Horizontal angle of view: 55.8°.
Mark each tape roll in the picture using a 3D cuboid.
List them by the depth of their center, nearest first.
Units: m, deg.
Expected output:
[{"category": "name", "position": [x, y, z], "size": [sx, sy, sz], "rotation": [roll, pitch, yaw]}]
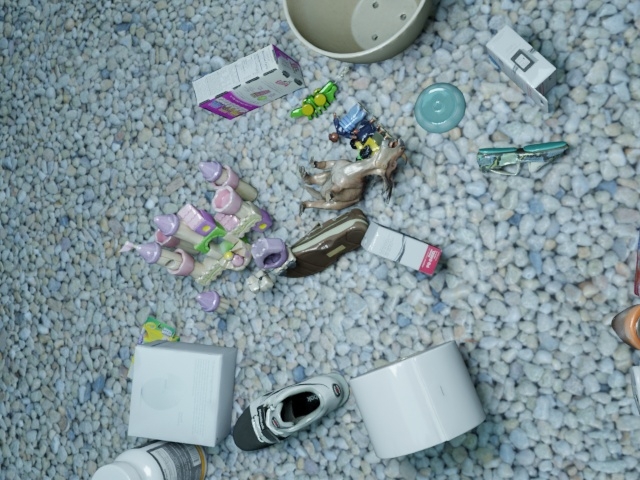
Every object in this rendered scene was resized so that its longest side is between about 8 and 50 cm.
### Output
[{"category": "tape roll", "position": [0.199, 0.327, 1.263], "size": [0.246, 0.246, 0.169], "rotation": [-25, 77, 19]}]

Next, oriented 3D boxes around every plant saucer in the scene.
[{"category": "plant saucer", "position": [0.272, -0.307, 1.390], "size": [0.119, 0.021, 0.119], "rotation": [-1, 87, 23]}]

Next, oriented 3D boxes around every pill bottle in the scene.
[{"category": "pill bottle", "position": [-0.416, 0.579, 1.484], "size": [0.162, 0.278, 0.162], "rotation": [-2, 86, 23]}]

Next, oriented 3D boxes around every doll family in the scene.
[{"category": "doll family", "position": [0.101, -0.236, 1.432], "size": [0.111, 0.076, 0.193], "rotation": [-45, 67, 19]}]

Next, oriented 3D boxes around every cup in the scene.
[{"category": "cup", "position": [0.113, -0.535, 1.352], "size": [0.331, 0.237, 0.331], "rotation": [-1, 87, 23]}]

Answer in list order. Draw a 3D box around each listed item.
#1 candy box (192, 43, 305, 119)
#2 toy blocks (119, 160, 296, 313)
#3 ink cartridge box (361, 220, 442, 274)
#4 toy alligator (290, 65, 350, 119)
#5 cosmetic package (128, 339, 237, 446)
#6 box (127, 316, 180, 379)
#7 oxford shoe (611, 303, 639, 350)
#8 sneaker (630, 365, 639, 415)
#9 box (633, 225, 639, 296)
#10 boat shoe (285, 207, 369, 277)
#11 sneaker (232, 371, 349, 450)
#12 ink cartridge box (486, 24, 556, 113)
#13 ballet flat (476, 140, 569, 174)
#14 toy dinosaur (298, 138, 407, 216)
[{"category": "candy box", "position": [-0.177, -0.389, 1.506], "size": [0.233, 0.159, 0.071], "rotation": [-18, 81, 20]}, {"category": "toy blocks", "position": [-0.277, -0.010, 1.426], "size": [0.288, 0.260, 0.309], "rotation": [-42, 52, 14]}, {"category": "ink cartridge box", "position": [0.175, 0.015, 1.331], "size": [0.150, 0.109, 0.063], "rotation": [21, 96, -8]}, {"category": "toy alligator", "position": [0.010, -0.350, 1.488], "size": [0.189, 0.056, 0.051], "rotation": [-36, 116, 15]}, {"category": "cosmetic package", "position": [-0.341, 0.377, 1.520], "size": [0.224, 0.138, 0.224], "rotation": [5, 89, 11]}, {"category": "box", "position": [-0.451, 0.305, 1.643], "size": [0.105, 0.043, 0.179], "rotation": [22, 97, 23]}, {"category": "oxford shoe", "position": [0.733, 0.187, 1.125], "size": [0.363, 0.133, 0.130], "rotation": [17, 86, 4]}, {"category": "sneaker", "position": [0.680, 0.337, 1.158], "size": [0.121, 0.079, 0.217], "rotation": [-14, 90, 18]}, {"category": "box", "position": [0.676, -0.011, 1.146], "size": [0.122, 0.128, 0.257], "rotation": [6, 89, 23]}, {"category": "boat shoe", "position": [0.004, 0.004, 1.459], "size": [0.257, 0.095, 0.095], "rotation": [-25, 43, 20]}, {"category": "sneaker", "position": [-0.100, 0.413, 1.438], "size": [0.330, 0.146, 0.122], "rotation": [-34, 76, 19]}, {"category": "ink cartridge box", "position": [0.439, -0.360, 1.279], "size": [0.060, 0.104, 0.180], "rotation": [-44, 73, 13]}, {"category": "ballet flat", "position": [0.434, -0.174, 1.301], "size": [0.188, 0.070, 0.070], "rotation": [-1, 86, 24]}, {"category": "toy dinosaur", "position": [0.065, -0.125, 1.399], "size": [0.295, 0.200, 0.127], "rotation": [151, 114, -62]}]
